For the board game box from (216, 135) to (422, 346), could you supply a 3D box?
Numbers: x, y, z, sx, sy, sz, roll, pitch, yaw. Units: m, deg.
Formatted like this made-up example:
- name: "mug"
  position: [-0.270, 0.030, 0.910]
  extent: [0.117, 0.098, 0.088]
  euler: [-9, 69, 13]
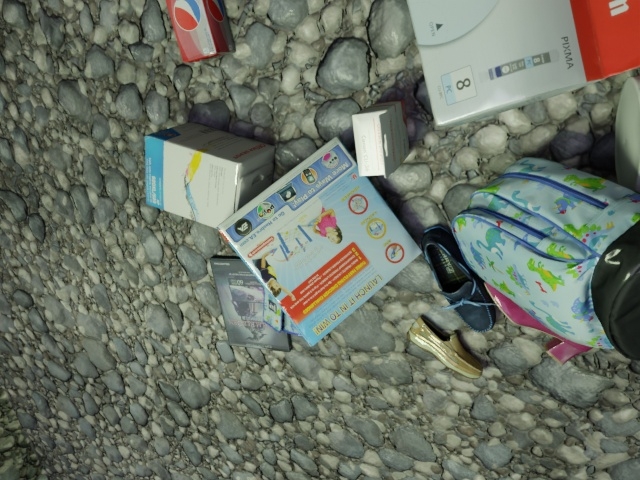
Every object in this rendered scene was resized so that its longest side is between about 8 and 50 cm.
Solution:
- name: "board game box"
  position: [0.000, 0.000, 0.962]
  extent: [0.308, 0.086, 0.302]
  euler: [-38, 96, -10]

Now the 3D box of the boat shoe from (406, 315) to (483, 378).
- name: "boat shoe"
  position: [0.295, 0.242, 1.063]
  extent: [0.189, 0.068, 0.072]
  euler: [31, 109, 8]

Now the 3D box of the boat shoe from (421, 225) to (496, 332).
- name: "boat shoe"
  position: [0.282, 0.098, 0.987]
  extent: [0.109, 0.089, 0.258]
  euler: [-35, 96, 31]

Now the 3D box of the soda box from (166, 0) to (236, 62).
- name: "soda box"
  position: [-0.263, -0.513, 0.951]
  extent: [0.092, 0.083, 0.264]
  euler: [-5, 111, 24]

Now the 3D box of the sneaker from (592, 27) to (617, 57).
- name: "sneaker"
  position: [0.425, -0.322, 0.750]
  extent: [0.209, 0.082, 0.069]
  euler: [8, 117, 21]

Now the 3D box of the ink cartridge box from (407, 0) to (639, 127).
- name: "ink cartridge box"
  position: [0.333, -0.378, 0.705]
  extent: [0.384, 0.091, 0.309]
  euler: [-12, 93, 32]

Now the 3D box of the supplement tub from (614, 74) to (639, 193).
- name: "supplement tub"
  position: [0.617, -0.156, 0.656]
  extent: [0.315, 0.228, 0.229]
  euler: [-1, 112, 23]

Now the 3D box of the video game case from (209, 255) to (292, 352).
- name: "video game case"
  position: [-0.187, 0.173, 1.253]
  extent: [0.195, 0.026, 0.275]
  euler: [1, 112, 22]

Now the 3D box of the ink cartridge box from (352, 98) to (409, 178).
- name: "ink cartridge box"
  position: [0.112, -0.191, 0.867]
  extent: [0.067, 0.198, 0.116]
  euler: [-1, 111, 23]

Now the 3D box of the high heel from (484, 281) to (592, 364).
- name: "high heel"
  position: [0.455, 0.141, 0.945]
  extent: [0.244, 0.082, 0.117]
  euler: [44, 111, 5]

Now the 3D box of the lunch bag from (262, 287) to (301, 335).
- name: "lunch bag"
  position: [-0.074, 0.161, 1.156]
  extent: [0.151, 0.096, 0.129]
  euler: [10, 111, 18]

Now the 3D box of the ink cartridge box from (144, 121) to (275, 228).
- name: "ink cartridge box"
  position: [-0.247, -0.148, 1.052]
  extent: [0.232, 0.171, 0.169]
  euler: [19, 118, 15]

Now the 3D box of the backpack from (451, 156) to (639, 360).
- name: "backpack"
  position: [0.390, 0.010, 0.753]
  extent: [0.273, 0.356, 0.290]
  euler: [-32, 130, 12]
